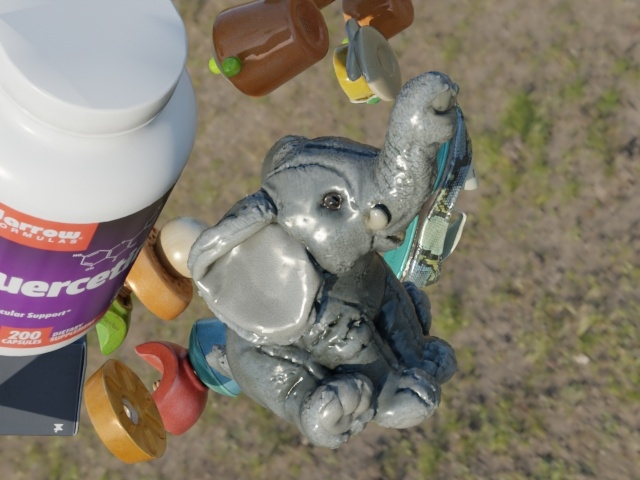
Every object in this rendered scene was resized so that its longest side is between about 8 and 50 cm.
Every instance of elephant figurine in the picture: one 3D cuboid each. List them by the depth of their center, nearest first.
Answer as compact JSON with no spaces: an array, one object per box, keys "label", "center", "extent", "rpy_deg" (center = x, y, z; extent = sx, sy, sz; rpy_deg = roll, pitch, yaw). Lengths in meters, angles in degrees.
[{"label":"elephant figurine","center":[0.000,0.000,0.930],"extent":[0.186,0.239,0.169],"rpy_deg":[-18,27,-7]}]

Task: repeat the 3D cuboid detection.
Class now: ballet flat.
[{"label":"ballet flat","center":[0.107,-0.040,1.265],"extent":[0.070,0.070,0.188],"rpy_deg":[-122,44,-53]}]

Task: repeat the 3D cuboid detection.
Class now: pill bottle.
[{"label":"pill bottle","center":[-0.197,-0.056,1.007],"extent":[0.323,0.182,0.181],"rpy_deg":[126,159,-55]}]

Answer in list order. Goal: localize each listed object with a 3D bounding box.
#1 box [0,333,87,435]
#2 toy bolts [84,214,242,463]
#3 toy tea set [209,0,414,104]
[{"label":"box","center":[-0.492,0.090,1.895],"extent":[0.312,0.343,0.179],"rpy_deg":[-104,20,-48]},{"label":"toy bolts","center":[-0.122,0.103,1.348],"extent":[0.158,0.228,0.218],"rpy_deg":[-29,55,12]},{"label":"toy tea set","center":[-0.018,-0.228,1.498],"extent":[0.124,0.336,0.200],"rpy_deg":[-20,70,29]}]
